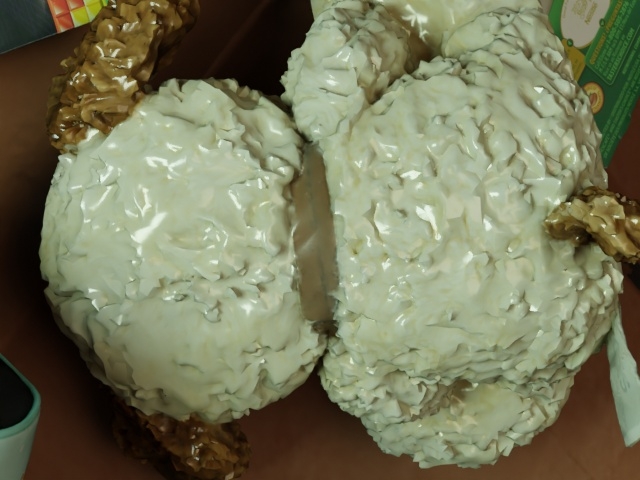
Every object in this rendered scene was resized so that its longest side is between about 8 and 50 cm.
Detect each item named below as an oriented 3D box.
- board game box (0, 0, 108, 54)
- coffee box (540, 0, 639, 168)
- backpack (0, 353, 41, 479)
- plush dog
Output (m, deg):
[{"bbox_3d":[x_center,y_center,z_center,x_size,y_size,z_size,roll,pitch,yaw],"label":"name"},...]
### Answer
[{"bbox_3d":[-0.167,-0.147,0.765,0.141,0.048,0.170,-27,104,-34],"label":"board game box"},{"bbox_3d":[0.090,-0.128,0.950,0.184,0.040,0.113,36,71,-30],"label":"coffee box"},{"bbox_3d":[-0.187,0.069,0.659,0.166,0.188,0.144,9,99,-37],"label":"backpack"},{"bbox_3d":[0.000,0.000,0.795,0.225,0.210,0.262,-10,104,-8],"label":"plush dog"}]
